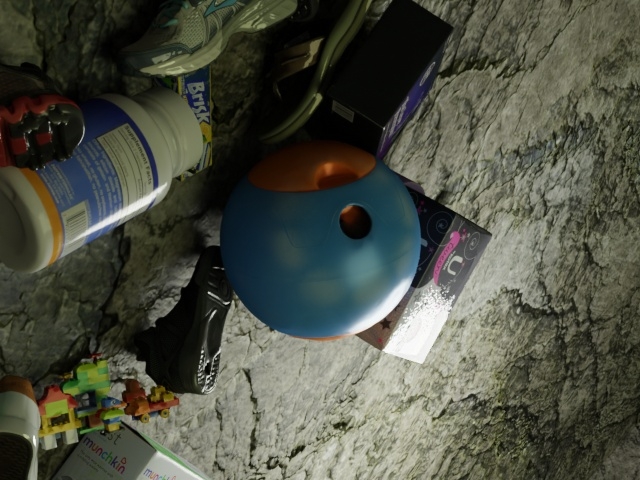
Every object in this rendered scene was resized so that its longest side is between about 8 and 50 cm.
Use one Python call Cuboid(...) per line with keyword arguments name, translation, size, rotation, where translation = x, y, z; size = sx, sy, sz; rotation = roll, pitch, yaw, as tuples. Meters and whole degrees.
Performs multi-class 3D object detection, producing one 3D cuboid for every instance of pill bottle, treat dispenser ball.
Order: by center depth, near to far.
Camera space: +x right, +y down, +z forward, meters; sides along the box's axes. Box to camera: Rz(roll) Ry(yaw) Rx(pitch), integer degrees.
Cuboid(name="pill bottle", translation=(-0.274, -0.084, 1.660), size=(0.272, 0.152, 0.152), rotation=(-34, 141, -38))
Cuboid(name="treat dispenser ball", translation=(0.000, 0.000, 1.999), size=(0.288, 0.288, 0.288), rotation=(-36, 142, -35))

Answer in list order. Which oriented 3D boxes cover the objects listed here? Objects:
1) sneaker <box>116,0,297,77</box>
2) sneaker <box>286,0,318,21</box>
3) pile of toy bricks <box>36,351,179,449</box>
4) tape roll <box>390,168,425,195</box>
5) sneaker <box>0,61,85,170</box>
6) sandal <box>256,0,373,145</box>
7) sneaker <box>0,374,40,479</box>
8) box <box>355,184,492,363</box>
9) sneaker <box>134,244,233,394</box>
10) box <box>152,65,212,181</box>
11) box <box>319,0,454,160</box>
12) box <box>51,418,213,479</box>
Cuboid(name="sneaker", translation=(-0.155, -0.296, 1.733), size=(0.283, 0.110, 0.122), rotation=(-39, 126, -36))
Cuboid(name="sneaker", translation=(-0.039, -0.398, 1.838), size=(0.235, 0.084, 0.097), rotation=(84, 22, -46))
Cuboid(name="pile of toy bricks", translation=(-0.312, 0.208, 1.925), size=(0.212, 0.118, 0.105), rotation=(-11, 97, -33))
Cuboid(name="tape roll", translation=(0.087, -0.027, 2.313), size=(0.189, 0.080, 0.189), rotation=(-37, 142, -35))
Cuboid(name="sneaker", translation=(-0.400, -0.125, 1.497), size=(0.276, 0.135, 0.098), rotation=(-17, 146, -20))
Cuboid(name="sandal", translation=(-0.014, -0.270, 1.947), size=(0.303, 0.086, 0.120), rotation=(-60, -166, 19))
Cuboid(name="sneaker", translation=(-0.411, 0.287, 1.827), size=(0.105, 0.123, 0.290), rotation=(12, 135, -16))
Cuboid(name="box", translation=(0.139, 0.052, 2.238), size=(0.163, 0.142, 0.247), rotation=(23, 96, -60))
Cuboid(name="sneaker", translation=(-0.201, 0.112, 2.016), size=(0.087, 0.130, 0.228), rotation=(41, 53, -54))
Cuboid(name="box", translation=(-0.180, -0.166, 1.823), size=(0.059, 0.054, 0.169), rotation=(-33, 141, -37))
Cuboid(name="box", translation=(0.091, -0.220, 2.034), size=(0.184, 0.103, 0.261), rotation=(-58, 175, -12))
Cuboid(name="box", translation=(-0.293, 0.408, 2.081), size=(0.231, 0.126, 0.262), rotation=(-53, 148, -8))
